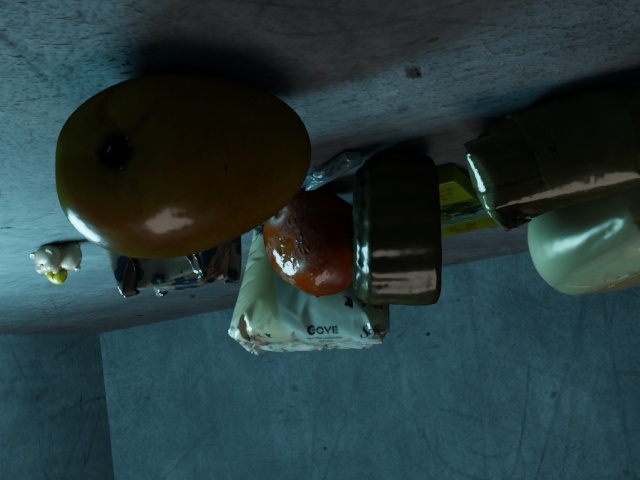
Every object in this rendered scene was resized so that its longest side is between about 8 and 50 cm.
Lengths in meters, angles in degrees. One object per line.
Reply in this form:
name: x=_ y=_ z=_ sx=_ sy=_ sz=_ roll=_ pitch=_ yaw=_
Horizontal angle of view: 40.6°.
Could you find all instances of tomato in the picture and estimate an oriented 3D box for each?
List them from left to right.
tomato: x=0.003 y=-0.001 z=1.799 sx=0.232 sy=0.232 sz=0.188 roll=-1 pitch=149 yaw=-37

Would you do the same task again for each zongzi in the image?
zongzi: x=0.474 y=-0.166 z=1.457 sx=0.447 sy=0.181 sz=0.418 roll=-14 pitch=-175 yaw=12

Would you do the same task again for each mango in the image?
mango: x=-0.155 y=-0.097 z=1.099 sx=0.263 sy=0.221 sz=0.378 roll=-20 pitch=176 yaw=34

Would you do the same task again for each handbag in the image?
handbag: x=-0.273 y=0.002 z=1.627 sx=0.251 sy=0.193 sz=0.190 roll=-13 pitch=165 yaw=24

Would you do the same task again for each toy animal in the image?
toy animal: x=-0.600 y=0.047 z=1.955 sx=0.114 sy=0.091 sz=0.082 roll=-10 pitch=157 yaw=21

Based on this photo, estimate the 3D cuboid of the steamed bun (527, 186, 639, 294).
steamed bun: x=0.660 y=-0.080 z=1.709 sx=0.455 sy=0.290 sz=0.371 roll=-6 pitch=165 yaw=-29

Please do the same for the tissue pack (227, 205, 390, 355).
tissue pack: x=-0.006 y=0.095 z=1.995 sx=0.375 sy=0.390 sz=0.195 roll=-10 pitch=139 yaw=18

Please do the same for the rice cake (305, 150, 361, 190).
rice cake: x=0.017 y=-0.128 z=1.603 sx=0.042 sy=0.030 sz=0.180 roll=-10 pitch=172 yaw=-28

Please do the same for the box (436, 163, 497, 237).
box: x=0.270 y=-0.079 z=1.921 sx=0.187 sy=0.047 sz=0.335 roll=-14 pitch=160 yaw=26

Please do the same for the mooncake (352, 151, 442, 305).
mooncake: x=0.138 y=-0.021 z=1.607 sx=0.161 sy=0.290 sz=0.290 roll=-1 pitch=171 yaw=2
